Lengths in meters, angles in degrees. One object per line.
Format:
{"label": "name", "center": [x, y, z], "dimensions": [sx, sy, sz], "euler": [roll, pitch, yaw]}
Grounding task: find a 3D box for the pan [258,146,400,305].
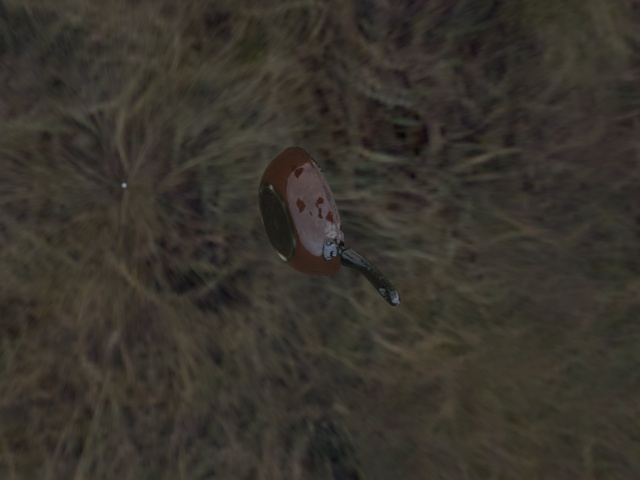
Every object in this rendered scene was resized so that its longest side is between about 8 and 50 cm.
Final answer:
{"label": "pan", "center": [0.000, 0.000, 0.903], "dimensions": [0.023, 0.115, 0.068], "euler": [-20, 132, -24]}
